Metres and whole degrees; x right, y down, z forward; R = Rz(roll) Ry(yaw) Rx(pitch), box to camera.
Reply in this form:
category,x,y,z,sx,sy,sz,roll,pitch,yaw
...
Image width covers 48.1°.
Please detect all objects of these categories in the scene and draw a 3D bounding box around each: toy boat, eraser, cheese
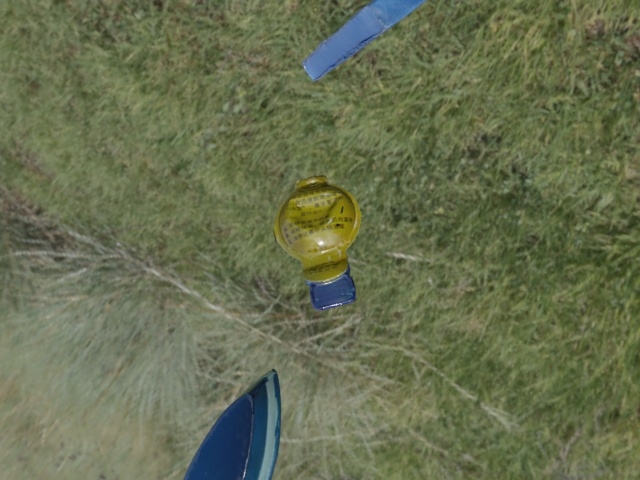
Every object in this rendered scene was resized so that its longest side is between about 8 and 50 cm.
category,x,y,z,sx,sy,sz,roll,pitch,yaw
toy boat,-0.118,0.295,0.876,0.096,0.299,0.061,25,-173,24
eraser,0.074,-0.305,0.998,0.043,0.144,0.312,53,167,-11
cheese,0.000,0.000,1.210,0.156,0.250,0.064,-13,151,7
